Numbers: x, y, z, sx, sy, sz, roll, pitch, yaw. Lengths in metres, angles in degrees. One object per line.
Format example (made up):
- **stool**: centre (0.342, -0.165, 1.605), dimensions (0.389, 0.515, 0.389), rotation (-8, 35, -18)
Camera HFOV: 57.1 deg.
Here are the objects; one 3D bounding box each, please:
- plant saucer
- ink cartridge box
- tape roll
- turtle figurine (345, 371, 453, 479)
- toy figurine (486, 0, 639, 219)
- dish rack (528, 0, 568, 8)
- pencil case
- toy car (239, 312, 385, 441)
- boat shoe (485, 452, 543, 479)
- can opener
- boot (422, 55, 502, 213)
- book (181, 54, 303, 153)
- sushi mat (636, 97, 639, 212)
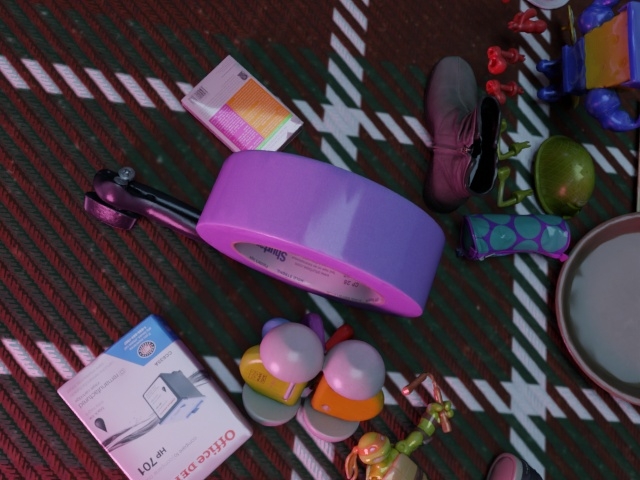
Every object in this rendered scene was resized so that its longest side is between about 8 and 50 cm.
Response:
- **plant saucer**: centre (0.473, 0.097, 0.838), dimensions (0.277, 0.041, 0.278), rotation (-1, 78, 5)
- **ink cartridge box**: centre (-0.194, 0.206, 0.716), dimensions (0.139, 0.082, 0.191), rotation (-41, 87, -14)
- **tape roll**: centre (0.000, 0.000, 0.685), dimensions (0.274, 0.275, 0.090), rotation (21, 77, -5)
- **turtle figurine**: centre (0.098, 0.315, 0.722), dimensions (0.217, 0.087, 0.269), rotation (54, 53, -13)
- **toy figurine**: centre (0.369, -0.219, 0.792), dimensions (0.191, 0.217, 0.363), rotation (2, 86, -29)
- **dish rack**: centre (0.320, -0.565, 0.947), dimensions (0.332, 0.072, 0.286), rotation (32, 76, -4)
- **pencil case**: centre (0.275, -0.004, 0.839), dimensions (0.151, 0.064, 0.070), rotation (-2, 64, -9)
- **toy car**: centre (-0.007, 0.154, 0.737), dimensions (0.182, 0.159, 0.136), rotation (16, 43, -6)
- **boat shoe**: centre (0.234, 0.385, 0.758), dimensions (0.065, 0.075, 0.206), rotation (30, 73, -14)
- **can opener**: centre (-0.214, -0.043, 0.777), dimensions (0.186, 0.073, 0.059), rotation (19, 39, -9)
- **boot**: centre (0.206, -0.163, 0.806), dimensions (0.083, 0.161, 0.247), rotation (6, 79, -9)
- **book**: centre (-0.109, -0.176, 0.824), dimensions (0.144, 0.035, 0.096), rotation (44, 79, 1)
- **sushi mat**: centre (0.562, -0.070, 0.922), dimensions (0.151, 0.019, 0.317), rotation (11, 78, -6)
